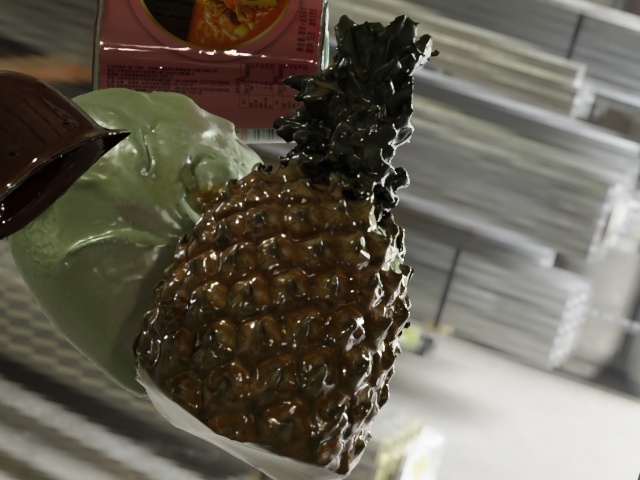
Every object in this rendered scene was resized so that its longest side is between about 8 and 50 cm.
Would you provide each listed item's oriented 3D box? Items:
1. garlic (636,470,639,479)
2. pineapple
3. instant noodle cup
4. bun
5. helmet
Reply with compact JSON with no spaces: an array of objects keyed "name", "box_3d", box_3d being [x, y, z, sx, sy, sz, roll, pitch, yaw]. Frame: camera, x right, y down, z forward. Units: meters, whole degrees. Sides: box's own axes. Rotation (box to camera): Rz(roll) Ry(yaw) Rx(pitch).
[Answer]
[{"name":"garlic","box_3d":[0.403,0.284,1.966,0.115,0.206,0.128,23,12,13]},{"name":"pineapple","box_3d":[0.000,0.000,1.321,0.202,0.362,0.202,24,-9,4]},{"name":"instant noodle cup","box_3d":[-0.120,-0.200,1.986,0.255,0.244,0.244,3,14,1]},{"name":"bun","box_3d":[-0.120,-0.018,1.473,0.283,0.179,0.283,35,37,-31]},{"name":"helmet","box_3d":[-0.228,-0.066,1.215,0.106,0.175,0.155,58,16,0]}]
